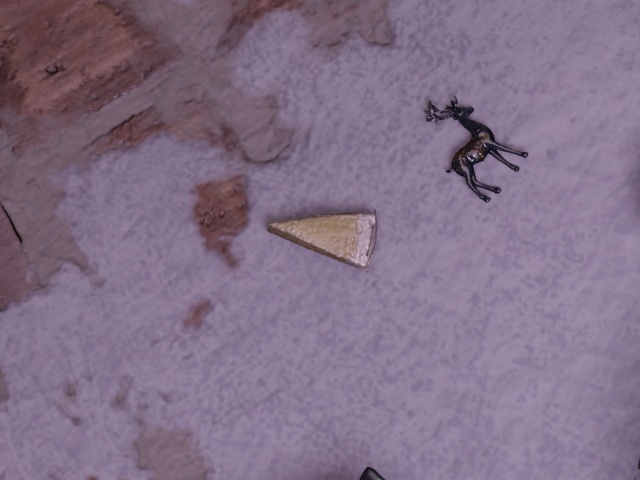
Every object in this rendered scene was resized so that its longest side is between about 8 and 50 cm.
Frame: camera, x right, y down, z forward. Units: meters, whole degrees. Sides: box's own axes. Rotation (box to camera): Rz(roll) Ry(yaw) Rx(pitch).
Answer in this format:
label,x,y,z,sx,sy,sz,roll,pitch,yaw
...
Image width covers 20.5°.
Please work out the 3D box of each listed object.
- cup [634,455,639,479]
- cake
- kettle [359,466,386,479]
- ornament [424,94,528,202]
label,x,y,z,sx,sy,sz,roll,pitch,yaw
cup,0.450,0.231,1.692,0.274,0.253,0.253,17,81,4
cake,0.000,0.000,1.896,0.121,0.052,0.065,-1,80,8
kettle,0.066,0.407,1.734,0.324,0.228,0.321,32,115,19
ornament,0.156,-0.104,1.909,0.125,0.028,0.073,42,86,13
